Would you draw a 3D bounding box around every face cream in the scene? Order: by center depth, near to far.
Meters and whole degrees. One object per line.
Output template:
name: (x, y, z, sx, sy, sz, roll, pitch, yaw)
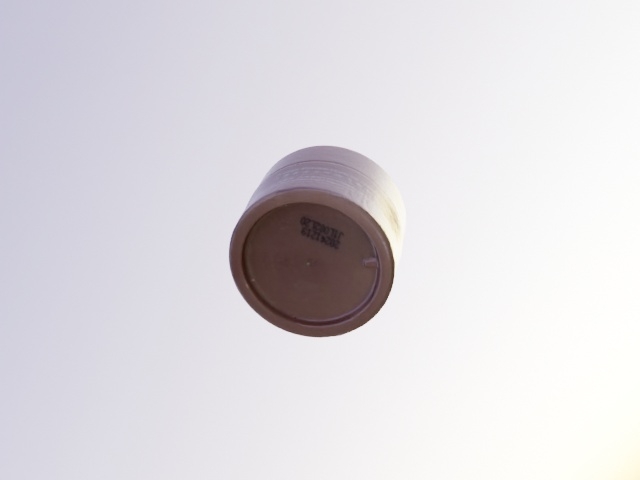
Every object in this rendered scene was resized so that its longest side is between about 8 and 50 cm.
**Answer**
face cream: (0.000, 0.000, 0.891, 0.149, 0.149, 0.104, -59, 4, 29)
